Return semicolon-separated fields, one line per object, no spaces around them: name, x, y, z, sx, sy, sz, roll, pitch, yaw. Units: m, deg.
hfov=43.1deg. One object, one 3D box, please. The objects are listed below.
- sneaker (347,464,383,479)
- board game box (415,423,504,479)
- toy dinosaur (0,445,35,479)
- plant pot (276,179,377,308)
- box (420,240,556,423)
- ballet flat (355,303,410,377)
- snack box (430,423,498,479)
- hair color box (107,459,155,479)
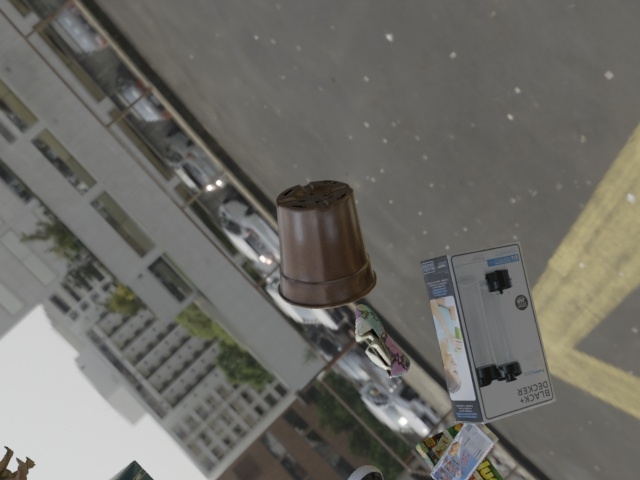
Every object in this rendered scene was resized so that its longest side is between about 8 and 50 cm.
sneaker;0.104;0.546;1.435;0.101;0.269;0.153;3;-174;-36
board game box;0.346;0.551;1.862;0.260;0.136;0.030;53;143;30
toy dinosaur;-0.680;0.555;1.708;0.295;0.200;0.127;17;153;46
plant pot;0.000;0.000;1.313;0.167;0.167;0.165;31;135;54
box;0.293;0.158;1.414;0.087;0.169;0.290;-20;79;62
ballet flat;0.140;0.258;2.075;0.221;0.079;0.077;53;147;24
snack box;0.270;0.410;1.533;0.064;0.022;0.178;44;130;26
hair color box;-0.349;0.655;1.733;0.347;0.174;0.105;47;-146;-4
